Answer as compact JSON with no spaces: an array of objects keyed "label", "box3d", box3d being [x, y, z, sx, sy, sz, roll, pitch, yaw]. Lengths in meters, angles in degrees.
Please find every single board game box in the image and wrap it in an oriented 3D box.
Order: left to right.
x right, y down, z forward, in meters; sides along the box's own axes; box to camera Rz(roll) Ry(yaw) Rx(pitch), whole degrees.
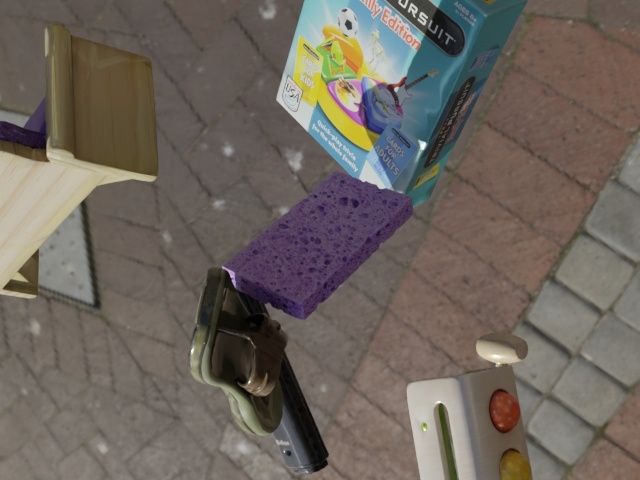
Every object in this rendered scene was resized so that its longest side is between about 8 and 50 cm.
[{"label":"board game box","box3d":[0.082,-0.232,1.185,0.254,0.079,0.336,47,143,22]}]

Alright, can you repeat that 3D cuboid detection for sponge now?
[{"label":"sponge","box3d":[0.000,0.000,1.086,0.117,0.210,0.031,24,140,33]}]

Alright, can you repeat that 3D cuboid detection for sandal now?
[{"label":"sandal","box3d":[-0.072,0.124,1.040,0.086,0.120,0.303,0,150,15]}]

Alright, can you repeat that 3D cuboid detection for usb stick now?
[{"label":"usb stick","box3d":[-0.067,0.170,1.212,0.077,0.045,0.278,-18,97,47]}]

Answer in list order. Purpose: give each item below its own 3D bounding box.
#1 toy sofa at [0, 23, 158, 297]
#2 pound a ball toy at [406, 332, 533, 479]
[{"label":"toy sofa","box3d":[-0.336,-0.074,1.037,0.362,0.177,0.150,-35,53,46]},{"label":"pound a ball toy","box3d":[0.248,0.288,1.298,0.135,0.208,0.319,-16,79,45]}]
